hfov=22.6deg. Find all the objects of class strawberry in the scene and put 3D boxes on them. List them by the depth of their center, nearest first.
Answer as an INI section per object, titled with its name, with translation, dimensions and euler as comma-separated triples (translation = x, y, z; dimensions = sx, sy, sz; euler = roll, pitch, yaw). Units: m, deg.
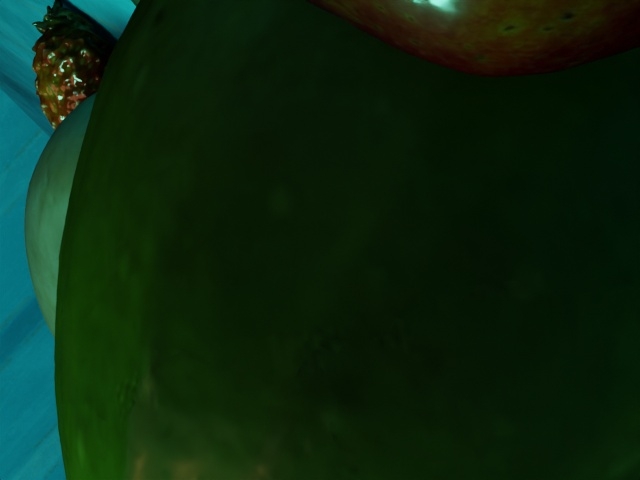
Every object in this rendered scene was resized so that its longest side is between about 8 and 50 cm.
[strawberry]
translation = -0.222, -0.133, 1.659
dimensions = 0.236, 0.107, 0.175
euler = 43, 172, -14

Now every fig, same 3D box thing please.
[fig]
translation = 0.035, 0.032, 0.558
dimensions = 0.316, 0.316, 0.316
euler = 41, 172, 7

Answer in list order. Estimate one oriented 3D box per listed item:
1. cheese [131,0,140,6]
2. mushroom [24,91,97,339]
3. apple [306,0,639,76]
[cheese]
translation = -0.036, -0.127, 0.995
dimensions = 0.251, 0.054, 0.127
euler = 31, 166, 50
[mushroom]
translation = -0.105, 0.016, 1.486
dimensions = 0.362, 0.294, 0.362
euler = 42, 145, 39
[apple]
translation = 0.039, -0.118, 0.370
dimensions = 0.156, 0.147, 0.158
euler = 62, 176, 13
